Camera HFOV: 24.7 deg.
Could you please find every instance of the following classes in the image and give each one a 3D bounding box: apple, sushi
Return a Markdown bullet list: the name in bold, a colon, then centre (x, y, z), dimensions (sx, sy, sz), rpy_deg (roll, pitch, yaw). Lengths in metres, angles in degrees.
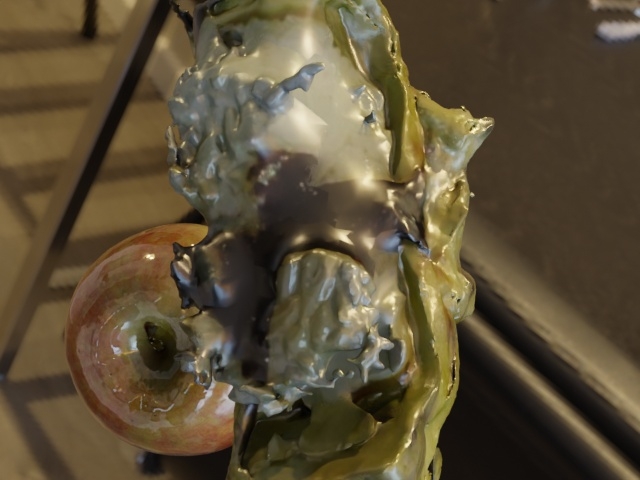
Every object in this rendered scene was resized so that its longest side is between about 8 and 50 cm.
- **apple**: centre (-0.110, 0.079, 1.191), dimensions (0.188, 0.188, 0.174), rpy_deg (37, 16, 8)
- **sushi**: centre (0.004, 0.001, 0.685), dimensions (0.131, 0.139, 0.291), rpy_deg (24, 57, -54)
